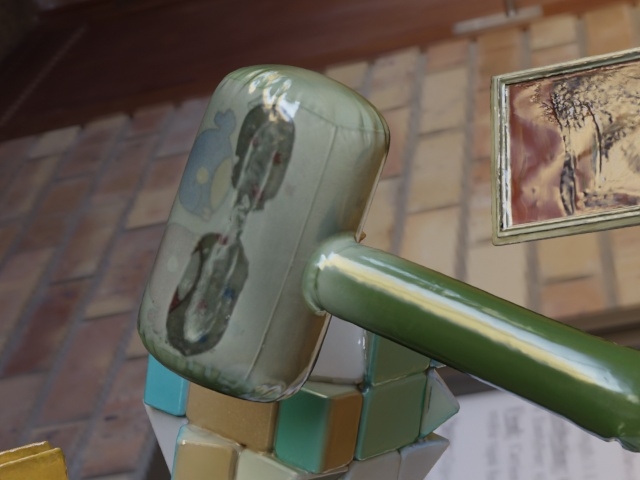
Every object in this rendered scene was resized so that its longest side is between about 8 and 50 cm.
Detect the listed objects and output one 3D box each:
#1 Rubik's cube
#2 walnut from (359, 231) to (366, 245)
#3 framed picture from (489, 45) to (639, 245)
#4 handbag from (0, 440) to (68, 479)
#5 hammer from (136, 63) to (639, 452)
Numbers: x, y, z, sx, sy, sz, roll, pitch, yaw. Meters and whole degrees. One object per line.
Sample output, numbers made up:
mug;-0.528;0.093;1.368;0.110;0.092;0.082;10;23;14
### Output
Rubik's cube;-0.015;0.123;1.151;0.265;0.224;0.213;-8;109;-52
walnut;0.000;0.000;1.392;0.082;0.096;0.079;2;82;-63
framed picture;0.304;-0.108;1.497;0.016;0.273;0.217;48;38;-54
handbag;-0.272;0.375;1.119;0.133;0.283;0.401;-24;-100;63
hammer;0.058;0.035;0.865;0.119;0.335;0.207;-6;117;-67
